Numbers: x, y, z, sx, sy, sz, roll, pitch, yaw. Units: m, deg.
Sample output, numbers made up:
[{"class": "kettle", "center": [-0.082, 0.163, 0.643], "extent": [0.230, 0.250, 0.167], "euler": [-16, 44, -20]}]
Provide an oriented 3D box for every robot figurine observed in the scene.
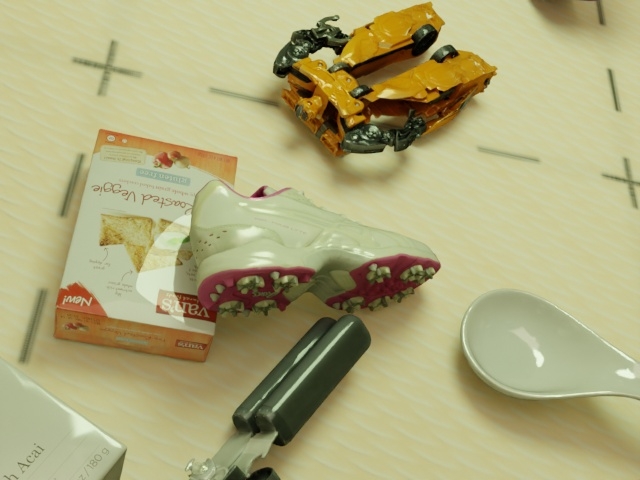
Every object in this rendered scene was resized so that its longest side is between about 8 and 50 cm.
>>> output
[{"class": "robot figurine", "center": [0.078, -0.201, 1.214], "extent": [0.291, 0.085, 0.211], "euler": [-28, 68, -32]}]

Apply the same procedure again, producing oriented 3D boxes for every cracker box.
[{"class": "cracker box", "center": [-0.178, 0.002, 1.003], "extent": [0.156, 0.067, 0.232], "euler": [11, 55, -11]}]

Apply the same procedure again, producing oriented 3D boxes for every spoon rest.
[{"class": "spoon rest", "center": [0.282, 0.143, 1.043], "extent": [0.276, 0.084, 0.137], "euler": [28, 53, 1]}]

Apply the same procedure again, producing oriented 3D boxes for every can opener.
[{"class": "can opener", "center": [-0.042, 0.184, 0.932], "extent": [0.093, 0.074, 0.280], "euler": [55, 52, -21]}]

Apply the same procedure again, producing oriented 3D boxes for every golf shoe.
[{"class": "golf shoe", "center": [0.000, 0.000, 1.000], "extent": [0.306, 0.115, 0.140], "euler": [3, 55, -40]}]

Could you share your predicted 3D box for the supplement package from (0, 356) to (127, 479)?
[{"class": "supplement package", "center": [-0.330, 0.177, 0.765], "extent": [0.293, 0.175, 0.177], "euler": [33, 54, 7]}]
